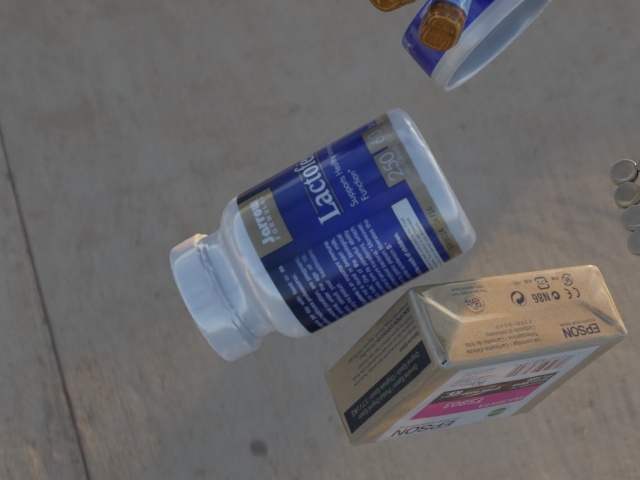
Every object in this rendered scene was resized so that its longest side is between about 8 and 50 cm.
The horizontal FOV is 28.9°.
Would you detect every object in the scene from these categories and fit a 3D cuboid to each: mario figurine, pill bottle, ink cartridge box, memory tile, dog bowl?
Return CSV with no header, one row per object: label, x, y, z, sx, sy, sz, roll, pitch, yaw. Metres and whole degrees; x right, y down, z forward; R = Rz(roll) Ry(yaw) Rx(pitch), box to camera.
mario figurine,0.172,-0.387,1.564,0.170,0.198,0.321,13,61,35
pill bottle,0.000,0.000,1.178,0.264,0.153,0.153,-29,62,6
ink cartridge box,0.152,0.114,1.232,0.234,0.193,0.088,-6,62,-30
memory tile,0.430,-0.052,1.568,0.113,0.012,0.148,-19,54,19
dog bowl,0.258,-0.364,1.968,0.265,0.265,0.104,-39,82,-25
